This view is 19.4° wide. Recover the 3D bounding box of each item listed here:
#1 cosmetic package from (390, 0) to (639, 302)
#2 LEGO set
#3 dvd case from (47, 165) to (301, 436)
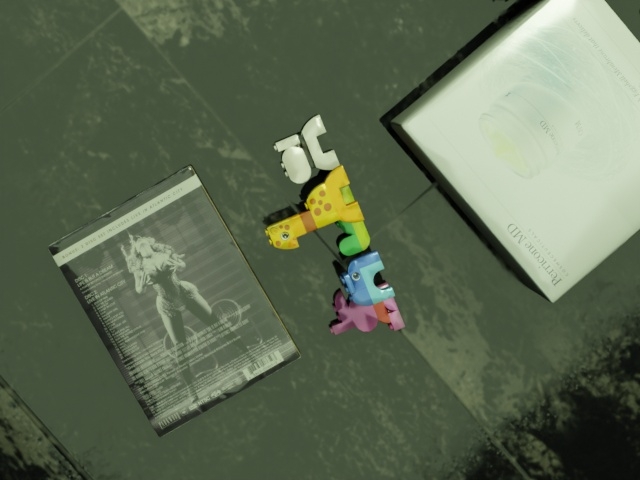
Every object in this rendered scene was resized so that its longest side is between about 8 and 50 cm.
[{"bbox_3d":[0.225,-0.099,1.797,0.224,0.138,0.224,-41,95,2],"label":"cosmetic package"},{"bbox_3d":[0.000,0.000,1.820,0.093,0.087,0.227,-22,95,-1],"label":"LEGO set"},{"bbox_3d":[-0.144,0.061,1.852,0.164,0.018,0.221,-30,96,1],"label":"dvd case"}]
